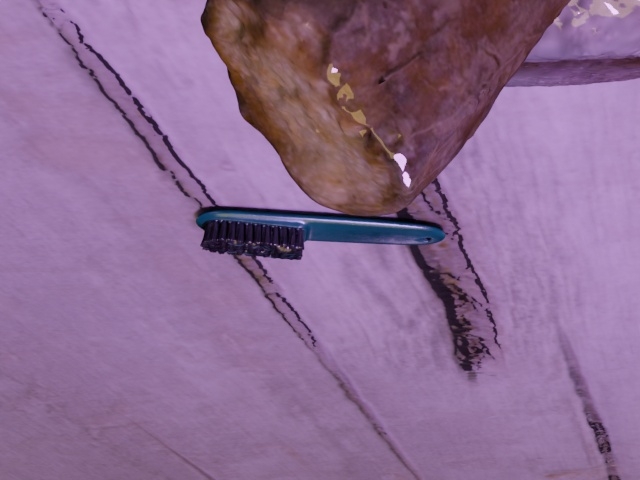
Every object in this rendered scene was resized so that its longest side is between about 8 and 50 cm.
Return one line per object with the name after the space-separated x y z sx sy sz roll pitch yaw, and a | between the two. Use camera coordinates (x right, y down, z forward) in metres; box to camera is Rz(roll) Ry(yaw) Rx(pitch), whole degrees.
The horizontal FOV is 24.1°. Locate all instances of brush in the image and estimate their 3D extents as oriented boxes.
0.000 0.000 1.155 0.193 0.032 0.043 5 157 -3 | brush

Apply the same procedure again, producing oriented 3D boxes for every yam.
0.103 -0.157 0.425 0.081 0.356 0.081 37 163 13 | yam

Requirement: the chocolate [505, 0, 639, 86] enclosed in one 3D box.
0.070 -0.128 0.722 0.303 0.100 0.185 5 166 24 | chocolate
